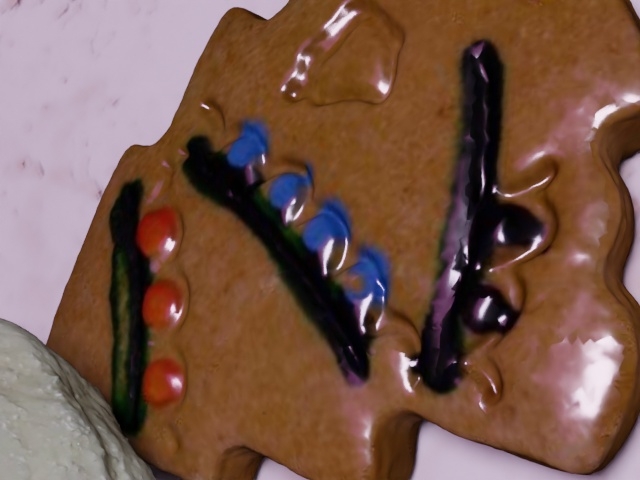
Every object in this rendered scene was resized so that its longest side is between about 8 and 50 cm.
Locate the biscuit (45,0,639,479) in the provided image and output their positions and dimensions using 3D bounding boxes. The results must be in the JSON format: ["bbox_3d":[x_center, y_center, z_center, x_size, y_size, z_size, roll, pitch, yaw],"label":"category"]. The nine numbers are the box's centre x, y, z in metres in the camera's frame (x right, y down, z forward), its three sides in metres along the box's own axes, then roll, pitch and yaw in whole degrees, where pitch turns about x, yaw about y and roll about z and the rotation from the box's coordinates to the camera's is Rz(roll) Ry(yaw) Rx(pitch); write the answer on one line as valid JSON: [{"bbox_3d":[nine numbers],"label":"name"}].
[{"bbox_3d":[-0.001,0.000,0.658,0.301,0.043,0.278,-33,58,21],"label":"biscuit"}]

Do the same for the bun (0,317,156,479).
[{"bbox_3d":[-0.132,0.120,0.654,0.195,0.118,0.195,11,104,52],"label":"bun"}]
